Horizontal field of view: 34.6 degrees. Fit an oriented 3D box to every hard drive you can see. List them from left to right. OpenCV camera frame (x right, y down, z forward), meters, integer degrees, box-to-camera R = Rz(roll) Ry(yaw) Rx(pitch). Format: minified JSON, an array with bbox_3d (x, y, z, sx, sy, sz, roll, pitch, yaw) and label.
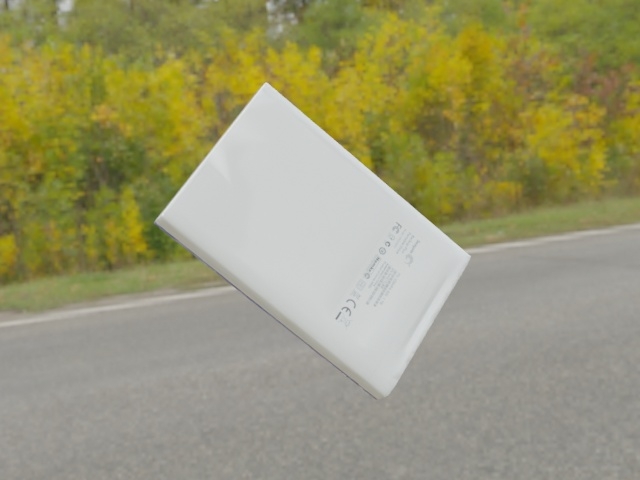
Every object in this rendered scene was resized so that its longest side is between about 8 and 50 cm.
[{"bbox_3d":[0.000,0.000,1.164,0.210,0.319,0.040,-56,11,-26],"label":"hard drive"}]
